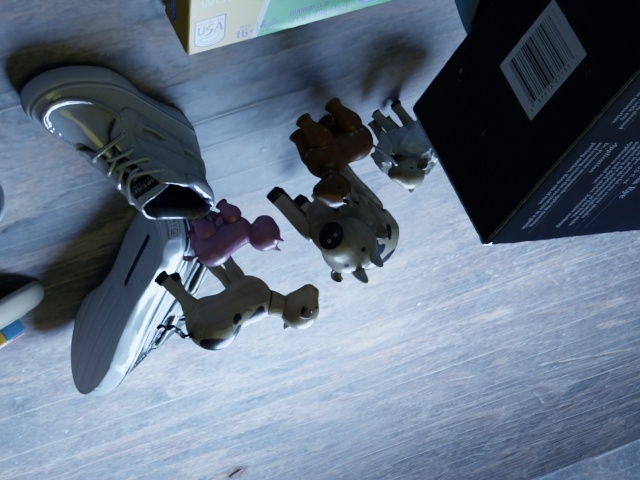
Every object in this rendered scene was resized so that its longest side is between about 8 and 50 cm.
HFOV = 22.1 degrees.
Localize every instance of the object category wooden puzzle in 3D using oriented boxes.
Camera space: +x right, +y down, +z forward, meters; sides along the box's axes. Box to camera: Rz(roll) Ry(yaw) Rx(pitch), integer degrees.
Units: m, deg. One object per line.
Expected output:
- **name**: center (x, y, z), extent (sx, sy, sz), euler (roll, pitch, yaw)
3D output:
- **wooden puzzle**: center (-0.450, 0.155, 1.970), extent (0.239, 0.044, 0.221), euler (-39, 180, 21)

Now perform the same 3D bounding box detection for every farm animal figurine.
- **farm animal figurine**: center (0.000, 0.000, 1.936), extent (0.330, 0.172, 0.327), euler (-48, 164, 26)

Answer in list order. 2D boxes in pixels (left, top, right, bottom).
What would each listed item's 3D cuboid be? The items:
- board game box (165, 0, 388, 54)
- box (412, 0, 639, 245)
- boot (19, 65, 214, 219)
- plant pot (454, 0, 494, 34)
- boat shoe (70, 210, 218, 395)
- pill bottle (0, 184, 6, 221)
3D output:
- **board game box**: center (-0.024, -0.324, 1.555), extent (0.242, 0.064, 0.316), euler (-18, 152, -15)
- **box**: center (0.320, -0.170, 1.569), extent (0.312, 0.179, 0.343), euler (-3, 146, -36)
- **boot**: center (-0.204, -0.097, 1.744), extent (0.095, 0.123, 0.258), euler (-38, 151, 23)
- **plant pot**: center (0.239, -0.334, 1.620), extent (0.290, 0.195, 0.290), euler (-20, 154, -11)
- **boat shoe**: center (-0.215, 0.086, 2.068), extent (0.119, 0.121, 0.335), euler (1, 142, -35)
- **pill bottle**: center (-0.413, 0.001, 1.763), extent (0.103, 0.103, 0.184), euler (-5, 147, -36)
